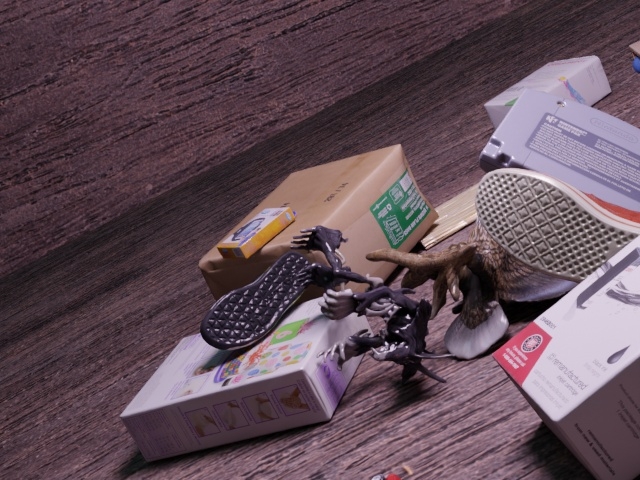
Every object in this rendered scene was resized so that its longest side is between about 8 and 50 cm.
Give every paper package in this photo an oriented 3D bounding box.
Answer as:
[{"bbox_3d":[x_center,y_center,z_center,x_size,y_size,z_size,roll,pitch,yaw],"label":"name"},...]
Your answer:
[{"bbox_3d":[0.000,0.000,1.928,0.310,0.168,0.325,-11,26,43],"label":"paper package"}]

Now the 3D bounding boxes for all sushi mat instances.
[{"bbox_3d":[0.298,-0.078,2.003,0.317,0.019,0.151,-30,16,-11],"label":"sushi mat"}]

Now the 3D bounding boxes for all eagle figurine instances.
[{"bbox_3d":[0.259,0.023,1.550,0.298,0.225,0.226,-3,39,-47],"label":"eagle figurine"}]

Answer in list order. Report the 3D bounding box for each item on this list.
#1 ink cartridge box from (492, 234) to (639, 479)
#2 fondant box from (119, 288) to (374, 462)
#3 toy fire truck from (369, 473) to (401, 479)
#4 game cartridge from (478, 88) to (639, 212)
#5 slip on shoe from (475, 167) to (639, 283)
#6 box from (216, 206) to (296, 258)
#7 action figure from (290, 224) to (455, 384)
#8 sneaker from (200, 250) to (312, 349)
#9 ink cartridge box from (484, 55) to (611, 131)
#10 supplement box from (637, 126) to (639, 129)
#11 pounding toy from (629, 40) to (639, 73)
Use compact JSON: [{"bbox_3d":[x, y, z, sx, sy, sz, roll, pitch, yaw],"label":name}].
[{"bbox_3d":[0.345,0.106,1.131,0.273,0.114,0.197,-38,17,1],"label":"ink cartridge box"},{"bbox_3d":[-0.108,0.205,1.634,0.330,0.096,0.238,-19,18,27],"label":"fondant box"},{"bbox_3d":[0.005,0.332,1.168,0.192,0.047,0.135,-22,18,13],"label":"toy fire truck"},{"bbox_3d":[0.397,-0.107,1.545,0.297,0.062,0.198,28,44,12],"label":"game cartridge"},{"bbox_3d":[0.351,-0.004,1.374,0.331,0.123,0.101,22,18,26],"label":"slip on shoe"},{"bbox_3d":[-0.104,-0.017,1.826,0.136,0.028,0.081,-42,22,-27],"label":"box"},{"bbox_3d":[0.055,0.105,1.463,0.141,0.164,0.275,-21,46,-26],"label":"action figure"},{"bbox_3d":[-0.098,0.106,1.666,0.235,0.084,0.097,-36,-6,-36],"label":"sneaker"},{"bbox_3d":[0.480,-0.300,2.262,0.212,0.093,0.154,-36,20,-23],"label":"ink cartridge box"},{"bbox_3d":[0.489,-0.102,1.690,0.130,0.073,0.239,-4,29,50],"label":"supplement box"},{"bbox_3d":[0.622,-0.333,1.950,0.094,0.206,0.181,-24,17,11],"label":"pounding toy"}]
